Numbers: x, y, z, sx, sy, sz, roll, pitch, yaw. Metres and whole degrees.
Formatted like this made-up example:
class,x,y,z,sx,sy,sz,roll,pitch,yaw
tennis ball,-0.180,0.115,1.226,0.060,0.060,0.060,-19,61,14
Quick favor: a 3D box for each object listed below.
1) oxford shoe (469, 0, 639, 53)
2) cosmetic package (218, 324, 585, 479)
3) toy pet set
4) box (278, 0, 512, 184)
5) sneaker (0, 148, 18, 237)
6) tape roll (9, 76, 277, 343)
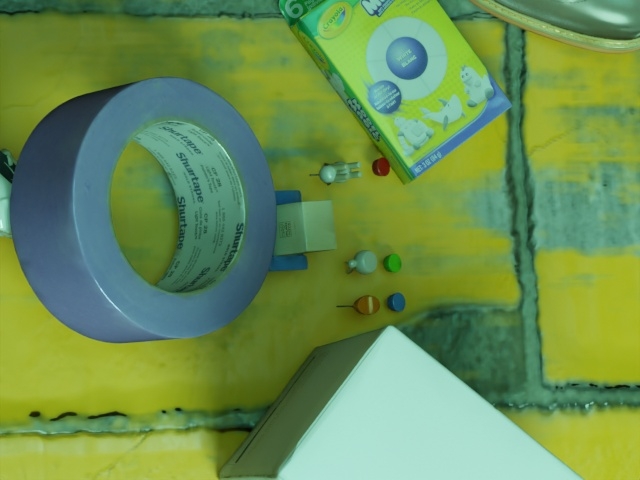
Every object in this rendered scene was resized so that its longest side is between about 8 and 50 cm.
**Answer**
class,x,y,z,sx,sy,sz,roll,pitch,yaw
oxford shoe,0.134,-0.276,1.531,0.363,0.133,0.130,36,77,-7
cosmetic package,0.069,0.186,1.418,0.224,0.224,0.138,39,77,-6
toy pet set,0.000,0.000,1.521,0.114,0.065,0.122,-3,87,-48
box,0.057,-0.147,1.547,0.105,0.043,0.179,-38,91,-14
sneaker,-0.262,-0.095,1.432,0.235,0.094,0.153,21,84,-15
tape roll,-0.127,-0.021,1.430,0.189,0.080,0.189,7,79,-43
